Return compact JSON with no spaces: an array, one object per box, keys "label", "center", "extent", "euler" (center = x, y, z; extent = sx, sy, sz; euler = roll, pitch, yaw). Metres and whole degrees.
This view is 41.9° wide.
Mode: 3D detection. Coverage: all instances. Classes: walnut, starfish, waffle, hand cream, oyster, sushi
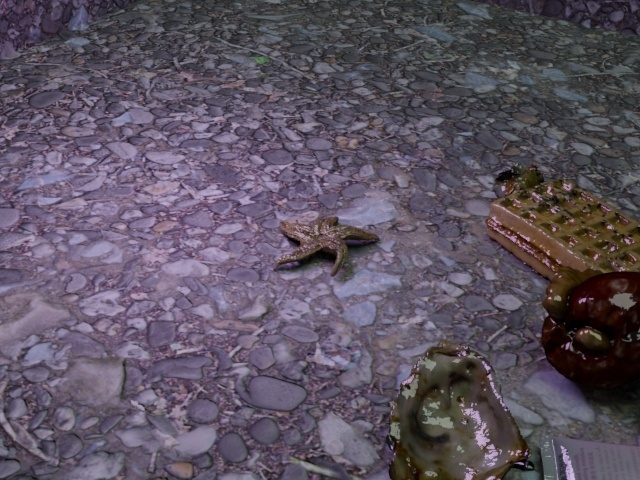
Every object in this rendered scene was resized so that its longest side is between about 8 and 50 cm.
[{"label":"walnut","center":[0.539,0.146,1.569],"extent":[0.269,0.222,0.244],"euler":[-7,40,-45]},{"label":"starfish","center":[0.000,0.000,1.867],"extent":[0.277,0.062,0.236],"euler":[-20,35,-26]},{"label":"waffle","center":[0.578,0.006,1.873],"extent":[0.261,0.114,0.376],"euler":[-20,41,-29]},{"label":"hand cream","center":[0.529,0.389,1.305],"extent":[0.358,0.118,0.185],"euler":[2,36,10]},{"label":"oyster","center":[0.200,0.303,1.388],"extent":[0.221,0.096,0.361],"euler":[-5,35,-7]},{"label":"sushi","center":[0.490,-0.137,2.083],"extent":[0.103,0.097,0.226],"euler":[17,33,24]}]
